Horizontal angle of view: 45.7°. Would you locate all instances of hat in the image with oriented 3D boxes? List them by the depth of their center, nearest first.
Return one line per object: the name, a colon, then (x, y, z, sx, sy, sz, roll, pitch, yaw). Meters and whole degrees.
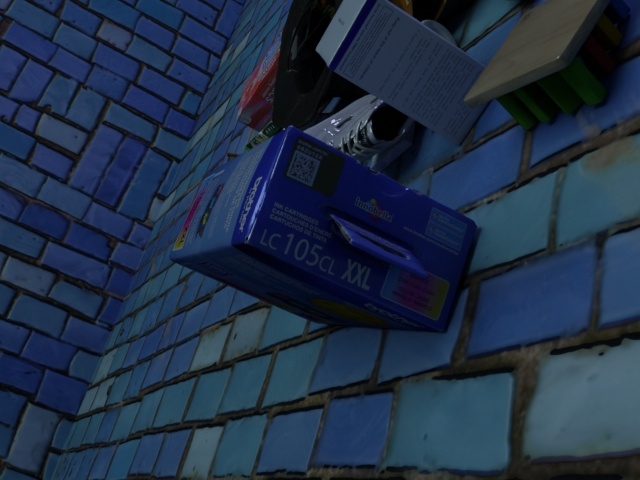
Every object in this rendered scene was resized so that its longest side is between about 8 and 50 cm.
hat: (0.027, -0.337, 1.359, 0.331, 0.134, 0.331, -41, 41, 49)

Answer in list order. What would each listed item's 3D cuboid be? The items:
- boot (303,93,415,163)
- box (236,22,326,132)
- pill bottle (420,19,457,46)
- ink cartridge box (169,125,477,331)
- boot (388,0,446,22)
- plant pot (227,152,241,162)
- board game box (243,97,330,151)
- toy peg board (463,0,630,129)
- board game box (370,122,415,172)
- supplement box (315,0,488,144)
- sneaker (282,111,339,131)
boot: (0.038, -0.148, 1.136, 0.258, 0.095, 0.123, -43, 18, -24)
box: (-0.044, -0.372, 1.674, 0.300, 0.154, 0.142, -49, 24, 36)
pill bottle: (0.146, -0.278, 1.207, 0.137, 0.078, 0.078, -40, 30, 45)
ink cartridge box: (0.000, 0.000, 0.951, 0.395, 0.270, 0.151, -14, 55, 64)
boot: (0.145, -0.409, 1.283, 0.295, 0.104, 0.211, 100, 165, -53)
plant pot: (-0.135, -0.073, 1.536, 0.167, 0.167, 0.165, 11, 83, 69)
board game box: (-0.042, -0.260, 1.527, 0.259, 0.030, 0.136, -43, -1, 6)
toy peg board: (0.272, -0.207, 0.859, 0.161, 0.079, 0.161, -54, 17, -21)
board game box: (0.118, -0.167, 1.223, 0.090, 0.020, 0.090, -39, 30, 47)
supplement box: (0.119, -0.239, 1.028, 0.114, 0.220, 0.111, -58, 21, 17)
sneaker: (0.000, -0.189, 1.389, 0.290, 0.123, 0.106, -23, 42, 59)
